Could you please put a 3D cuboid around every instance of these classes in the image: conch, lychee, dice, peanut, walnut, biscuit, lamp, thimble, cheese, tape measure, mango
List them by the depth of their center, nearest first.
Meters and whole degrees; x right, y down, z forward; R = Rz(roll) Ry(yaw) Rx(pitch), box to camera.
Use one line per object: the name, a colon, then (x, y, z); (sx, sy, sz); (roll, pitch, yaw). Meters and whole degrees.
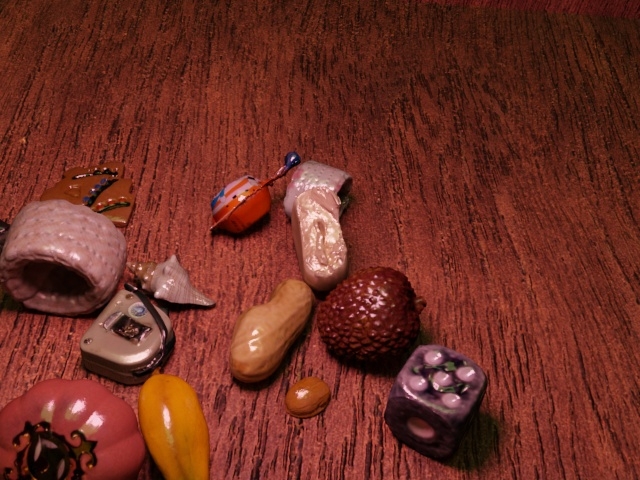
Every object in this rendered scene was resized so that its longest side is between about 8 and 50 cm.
lamp: (-0.501, 0.421, 1.467); (0.306, 0.239, 0.305); (0, 89, -2)
mango: (-0.304, 0.410, 1.551); (0.119, 0.176, 0.316); (-25, 57, 5)
dice: (0.258, 0.356, 1.643); (0.181, 0.182, 0.183); (26, 50, 19)
walnut: (-0.029, 0.358, 1.710); (0.121, 0.052, 0.091); (-31, 57, -29)
tape measure: (-0.443, 0.220, 1.772); (0.207, 0.115, 0.235); (16, 45, 14)
lychee: (0.124, 0.183, 1.784); (0.271, 0.236, 0.236); (-21, 44, 9)
peanut: (-0.123, 0.208, 1.796); (0.148, 0.147, 0.319); (22, 49, 17)
thimble: (-0.644, 0.051, 1.822); (0.292, 0.291, 0.195); (5, 47, 0)
conch: (-0.392, 0.100, 1.885); (0.234, 0.114, 0.137); (17, 16, 23)
cheese: (0.000, 0.000, 1.925); (0.127, 0.233, 0.266); (-10, 70, -8)
cheese: (-0.186, -0.131, 2.083); (0.329, 0.217, 0.129); (-40, 93, -2)
thimble: (-0.004, -0.132, 2.136); (0.149, 0.185, 0.211); (22, 18, 14)
biscuit: (-0.653, -0.135, 2.168); (0.301, 0.043, 0.278); (34, 51, 27)

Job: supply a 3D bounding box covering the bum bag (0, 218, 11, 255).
bum bag: (-0.893, -0.013, 1.987); (0.341, 0.095, 0.144); (27, 33, 20)
